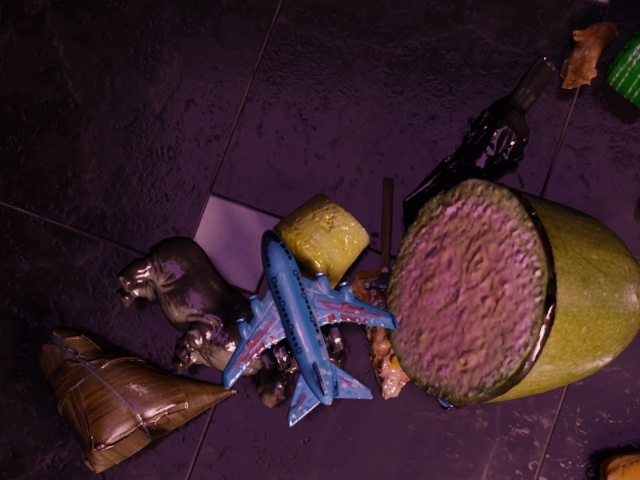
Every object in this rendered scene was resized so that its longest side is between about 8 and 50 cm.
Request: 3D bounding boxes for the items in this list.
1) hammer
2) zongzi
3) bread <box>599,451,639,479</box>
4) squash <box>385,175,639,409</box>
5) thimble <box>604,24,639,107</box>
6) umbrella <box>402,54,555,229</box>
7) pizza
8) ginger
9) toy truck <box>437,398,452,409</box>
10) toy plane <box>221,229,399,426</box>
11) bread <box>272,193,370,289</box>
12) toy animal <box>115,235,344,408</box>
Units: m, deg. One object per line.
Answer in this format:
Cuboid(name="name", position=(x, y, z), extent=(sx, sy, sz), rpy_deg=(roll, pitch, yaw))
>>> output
Cuboid(name="hammer", position=(0.102, -0.011, 1.655), extent=(0.062, 0.017, 0.182), rpy_deg=(3, 69, 5))
Cuboid(name="zongzi", position=(-0.280, 0.195, 1.639), extent=(0.242, 0.112, 0.221), rpy_deg=(-27, 68, -21))
Cuboid(name="bread", position=(0.484, 0.438, 1.535), extent=(0.167, 0.132, 0.294), rpy_deg=(-4, 84, 9))
Cuboid(name="squash", position=(0.300, 0.088, 1.541), extent=(0.309, 0.310, 0.310), rpy_deg=(12, 81, -39))
Cuboid(name="thimble", position=(0.492, -0.269, 1.638), extent=(0.090, 0.118, 0.130), rpy_deg=(37, 59, 11))
Cuboid(name="umbrella", position=(0.246, -0.137, 1.650), extent=(0.118, 0.118, 0.340), rpy_deg=(34, 80, 7))
Cuboid(name="pizza", position=(0.116, 0.141, 1.637), extent=(0.185, 0.052, 0.195), rpy_deg=(12, 83, 8))
Cuboid(name="ginger", position=(0.404, -0.281, 1.682), extent=(0.057, 0.044, 0.137), rpy_deg=(23, 77, 36))
Cuboid(name="toy truck", position=(0.225, 0.198, 1.621), extent=(0.136, 0.074, 0.063), rpy_deg=(-21, 81, -41))
Cuboid(name="toy plane", position=(-0.029, 0.112, 1.539), extent=(0.254, 0.105, 0.271), rpy_deg=(-19, 68, -4))
Cuboid(name="bread", position=(0.000, 0.000, 1.639), extent=(0.129, 0.111, 0.114), rpy_deg=(45, 79, 4))
Cuboid(name="toy animal", position=(-0.141, 0.135, 1.620), extent=(0.343, 0.106, 0.168), rpy_deg=(36, 63, 3))
